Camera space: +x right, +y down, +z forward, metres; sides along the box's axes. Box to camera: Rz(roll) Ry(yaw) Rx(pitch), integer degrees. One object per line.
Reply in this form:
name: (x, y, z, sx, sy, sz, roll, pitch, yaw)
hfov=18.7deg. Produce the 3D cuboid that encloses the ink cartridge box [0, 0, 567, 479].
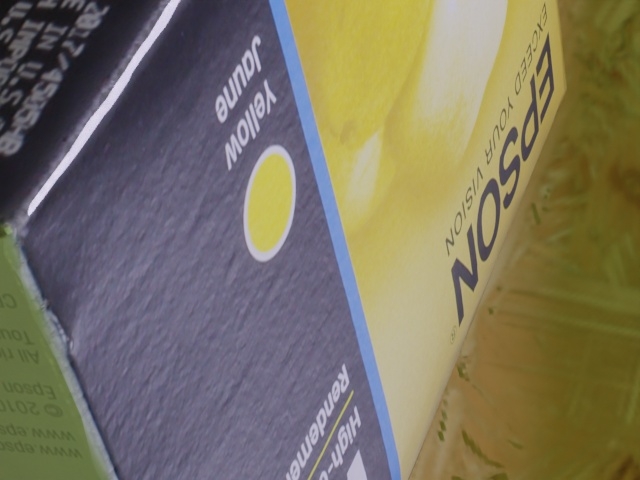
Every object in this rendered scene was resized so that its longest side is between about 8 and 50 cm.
ink cartridge box: (0.000, 0.000, 0.558, 0.307, 0.072, 0.303, 73, 32, -42)
